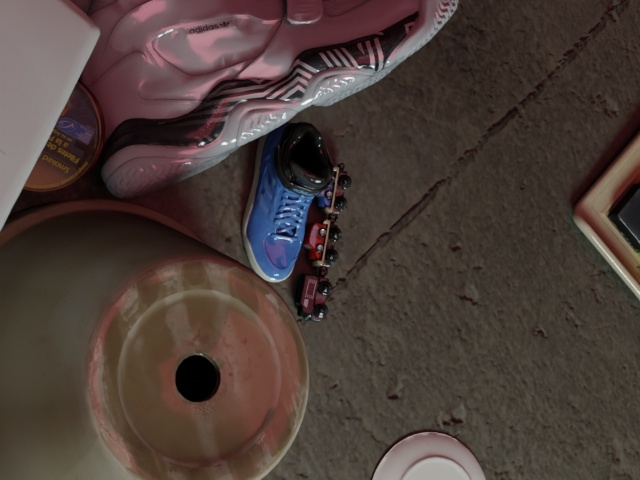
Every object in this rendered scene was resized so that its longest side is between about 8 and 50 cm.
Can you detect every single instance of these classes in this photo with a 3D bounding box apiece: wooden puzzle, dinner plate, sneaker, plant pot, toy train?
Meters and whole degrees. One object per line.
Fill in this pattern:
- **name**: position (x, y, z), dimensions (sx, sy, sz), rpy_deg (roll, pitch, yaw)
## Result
- **wooden puzzle**: position (0.408, -0.027, 1.842), dimensions (0.221, 0.044, 0.238), rpy_deg (48, 66, -16)
- **dinner plate**: position (0.112, 0.262, 1.677), dimensions (0.141, 0.017, 0.141), rpy_deg (3, 83, -26)
- **sneaker**: position (-0.029, -0.038, 1.588), dimensions (0.058, 0.084, 0.152), rpy_deg (11, 81, -27)
- **plant pot**: position (-0.155, 0.117, 1.399), dimensions (0.323, 0.280, 0.323), rpy_deg (2, 86, -27)
- **sneaker**: position (-0.067, -0.203, 1.515), dimensions (0.366, 0.137, 0.210), rpy_deg (-28, 91, -9)
- **toy train**: position (0.000, 0.000, 1.635), dimensions (0.036, 0.027, 0.158), rpy_deg (13, 80, -16)

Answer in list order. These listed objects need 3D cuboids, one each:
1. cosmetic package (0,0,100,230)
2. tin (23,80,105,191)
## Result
- **cosmetic package**: position (-0.430, -0.064, 1.172), dimensions (0.327, 0.329, 0.393), rpy_deg (41, 54, -31)
- **tin**: position (-0.275, -0.114, 1.448), dimensions (0.190, 0.040, 0.106), rpy_deg (29, 92, 1)
